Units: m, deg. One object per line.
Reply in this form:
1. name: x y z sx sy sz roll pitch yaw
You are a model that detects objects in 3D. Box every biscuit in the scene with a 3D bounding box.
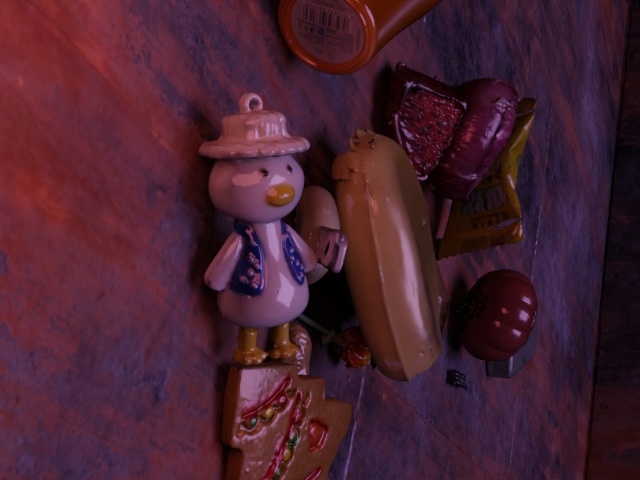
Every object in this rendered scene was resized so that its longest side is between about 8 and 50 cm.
1. biscuit: -0.046 0.228 1.286 0.212 0.041 0.239 -49 133 -28

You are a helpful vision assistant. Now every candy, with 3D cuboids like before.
1. candy: 0.292 -0.113 1.952 0.081 0.187 0.297 30 58 -36
2. candy: 0.014 0.124 1.480 0.201 0.060 0.060 34 60 -53

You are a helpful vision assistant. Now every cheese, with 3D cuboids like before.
1. cheese: -0.001 0.000 1.311 0.235 0.049 0.127 -159 -95 -77
2. cheese: 0.089 0.004 1.474 0.259 0.128 0.316 -84 157 -75

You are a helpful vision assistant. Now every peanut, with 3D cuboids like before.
1. peanut: -0.038 0.156 1.347 0.054 0.054 0.113 4 90 -67

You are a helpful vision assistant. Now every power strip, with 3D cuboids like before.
1. power strip: 0.422 0.182 2.405 0.265 0.059 0.194 -14 108 -66

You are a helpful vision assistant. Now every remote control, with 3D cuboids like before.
1. remote control: 0.258 0.262 2.083 0.091 0.016 0.034 32 46 -64

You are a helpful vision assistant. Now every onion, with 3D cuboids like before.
1. onion: 0.226 -0.182 1.828 0.230 0.163 0.230 -56 -176 6

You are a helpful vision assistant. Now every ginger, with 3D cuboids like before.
1. ginger: 0.169 0.119 1.799 0.095 0.069 0.190 70 30 -50

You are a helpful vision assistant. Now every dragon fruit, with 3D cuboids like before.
1. dragon fruit: 0.136 -0.184 1.712 0.161 0.120 0.127 -67 -157 12

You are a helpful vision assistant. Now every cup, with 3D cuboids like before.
1. cup: 0.074 -0.336 1.388 0.182 0.226 0.264 47 46 -13

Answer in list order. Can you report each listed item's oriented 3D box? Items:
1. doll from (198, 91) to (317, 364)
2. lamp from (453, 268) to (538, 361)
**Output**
1. doll: -0.065 -0.012 1.187 0.138 0.119 0.293 -9 104 -29
2. lamp: 0.324 0.137 2.071 0.182 0.140 0.182 -60 -169 20
